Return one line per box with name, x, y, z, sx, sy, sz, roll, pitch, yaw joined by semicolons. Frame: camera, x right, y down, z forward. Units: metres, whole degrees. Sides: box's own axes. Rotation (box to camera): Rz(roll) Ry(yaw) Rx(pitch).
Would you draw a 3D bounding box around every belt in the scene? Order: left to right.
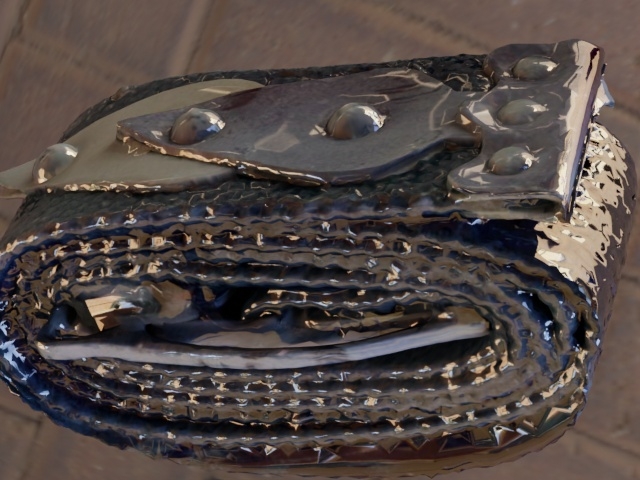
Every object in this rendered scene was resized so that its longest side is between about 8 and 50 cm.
belt;0.000;0.000;0.649;0.218;0.128;0.122;-2;125;17
